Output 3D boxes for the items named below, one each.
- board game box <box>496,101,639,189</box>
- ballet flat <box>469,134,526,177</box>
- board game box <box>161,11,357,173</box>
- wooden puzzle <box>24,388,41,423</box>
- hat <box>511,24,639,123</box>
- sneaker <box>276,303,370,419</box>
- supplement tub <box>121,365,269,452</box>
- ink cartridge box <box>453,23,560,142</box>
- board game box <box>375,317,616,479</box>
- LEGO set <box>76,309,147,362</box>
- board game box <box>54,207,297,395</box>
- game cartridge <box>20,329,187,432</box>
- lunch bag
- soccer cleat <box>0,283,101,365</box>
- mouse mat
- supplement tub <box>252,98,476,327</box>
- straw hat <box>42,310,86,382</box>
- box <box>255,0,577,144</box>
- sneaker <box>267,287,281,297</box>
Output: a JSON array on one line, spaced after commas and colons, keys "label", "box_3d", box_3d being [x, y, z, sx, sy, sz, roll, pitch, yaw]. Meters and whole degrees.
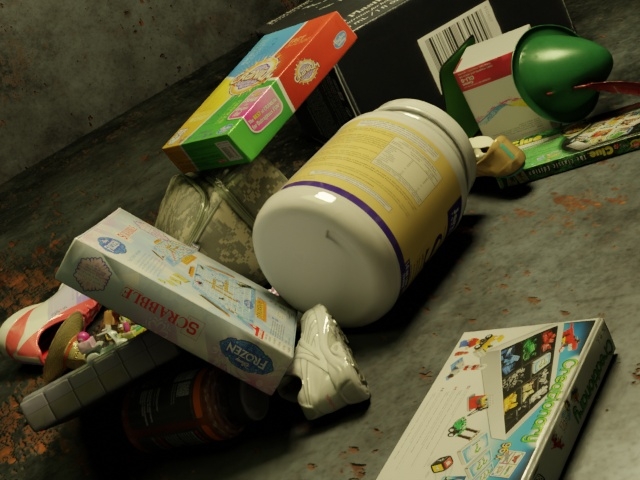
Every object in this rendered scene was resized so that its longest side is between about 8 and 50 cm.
[{"label": "board game box", "box_3d": [0.422, -0.160, 1.884, 0.260, 0.030, 0.136, -16, 26, 24]}, {"label": "ballet flat", "box_3d": [0.261, -0.142, 1.907, 0.080, 0.073, 0.232, -48, 16, -18]}, {"label": "board game box", "box_3d": [-0.108, -0.255, 1.993, 0.242, 0.064, 0.316, -4, 42, 55]}, {"label": "wooden puzzle", "box_3d": [-0.468, 0.277, 1.933, 0.078, 0.014, 0.116, -29, 21, 6]}, {"label": "hat", "box_3d": [0.444, -0.291, 1.843, 0.208, 0.173, 0.183, 2, -9, -25]}, {"label": "sneaker", "box_3d": [-0.014, 0.166, 1.569, 0.115, 0.090, 0.232, -30, 21, 2]}, {"label": "supplement tub", "box_3d": [-0.171, 0.230, 1.577, 0.198, 0.106, 0.106, -14, 25, 28]}, {"label": "ink cartridge box", "box_3d": [0.336, -0.263, 2.014, 0.127, 0.176, 0.128, -18, 23, 28]}, {"label": "board game box", "box_3d": [0.197, 0.203, 1.289, 0.193, 0.053, 0.305, -10, 27, 38]}, {"label": "LEGO set", "box_3d": [-0.337, 0.119, 1.956, 0.132, 0.107, 0.287, -17, 10, 0]}, {"label": "board game box", "box_3d": [-0.185, 0.075, 1.598, 0.066, 0.318, 0.318, -60, 4, 7]}, {"label": "game cartridge", "box_3d": [-0.305, 0.197, 1.680, 0.230, 0.068, 0.355, -25, -4, -5]}, {"label": "lunch bag", "box_3d": [-0.166, -0.027, 2.033, 0.256, 0.212, 0.305, -46, 23, -3]}, {"label": "soccer cleat", "box_3d": [-0.462, 0.127, 2.169, 0.116, 0.108, 0.318, 18, 44, 33]}, {"label": "mouse mat", "box_3d": [0.261, -0.262, 2.085, 0.007, 0.189, 0.152, 10, 38, 30]}, {"label": "supplement tub", "box_3d": [0.077, -0.050, 1.741, 0.241, 0.241, 0.331, -6, 29, 41]}, {"label": "straw hat", "box_3d": [-0.418, 0.196, 1.977, 0.061, 0.144, 0.144, 23, 37, 8]}, {"label": "box", "box_3d": [0.187, -0.406, 2.355, 0.480, 0.297, 0.472, -31, 20, -10]}, {"label": "sneaker", "box_3d": [-0.054, 0.088, 1.850, 0.069, 0.038, 0.098, -8, 29, 40]}]
